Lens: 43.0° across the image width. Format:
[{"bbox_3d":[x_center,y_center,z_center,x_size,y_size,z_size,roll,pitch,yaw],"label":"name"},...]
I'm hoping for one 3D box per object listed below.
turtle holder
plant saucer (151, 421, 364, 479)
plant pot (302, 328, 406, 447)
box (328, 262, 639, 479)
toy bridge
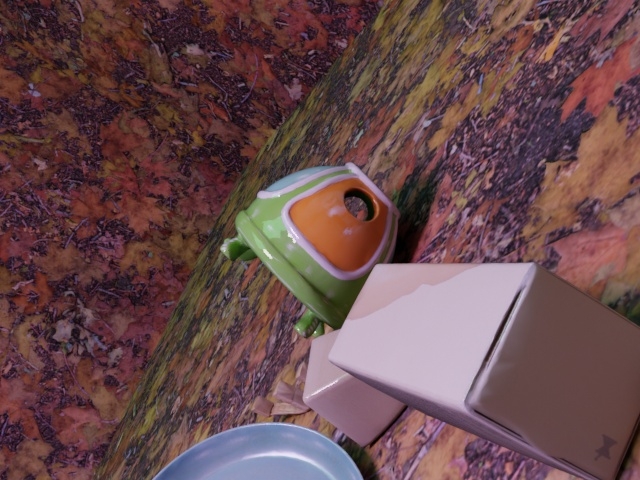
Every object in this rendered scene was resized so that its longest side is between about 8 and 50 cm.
[{"bbox_3d":[0.010,0.010,1.253,0.227,0.243,0.320,-45,-25,0],"label":"turtle holder"},{"bbox_3d":[-0.089,0.347,0.911,0.317,0.044,0.318,-14,39,12],"label":"plant saucer"},{"bbox_3d":[0.056,0.163,0.982,0.096,0.109,0.109,-37,24,28],"label":"plant pot"},{"bbox_3d":[0.136,0.104,0.730,0.121,0.148,0.311,-62,16,-10],"label":"box"},{"bbox_3d":[-0.040,0.234,1.226,0.188,0.063,0.026,-44,22,51],"label":"toy bridge"}]
